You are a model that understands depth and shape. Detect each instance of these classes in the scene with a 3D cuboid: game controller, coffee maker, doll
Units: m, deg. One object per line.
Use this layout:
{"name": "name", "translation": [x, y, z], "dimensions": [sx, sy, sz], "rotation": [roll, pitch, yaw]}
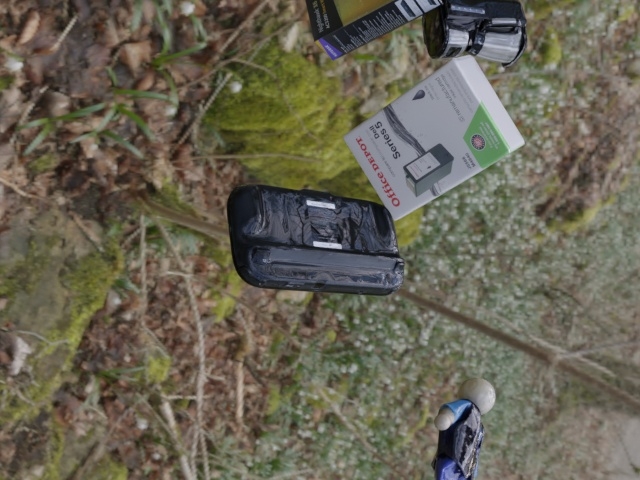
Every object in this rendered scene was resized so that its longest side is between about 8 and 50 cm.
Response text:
{"name": "game controller", "translation": [0.000, 0.000, 1.273], "dimensions": [0.319, 0.067, 0.167], "rotation": [7, 56, -36]}
{"name": "coffee maker", "translation": [0.291, -0.423, 1.581], "dimensions": [0.178, 0.120, 0.171], "rotation": [3, 49, -19]}
{"name": "doll", "translation": [0.129, 0.212, 0.766], "dimensions": [0.129, 0.046, 0.189], "rotation": [65, 36, -42]}

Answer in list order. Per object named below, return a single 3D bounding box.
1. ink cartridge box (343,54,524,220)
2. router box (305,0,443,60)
{"name": "ink cartridge box", "translation": [0.211, -0.190, 1.545], "dimensions": [0.198, 0.273, 0.114], "rotation": [58, 32, 1]}
{"name": "router box", "translation": [0.083, -0.537, 1.587], "dimensions": [0.081, 0.243, 0.309], "rotation": [32, 41, -54]}
